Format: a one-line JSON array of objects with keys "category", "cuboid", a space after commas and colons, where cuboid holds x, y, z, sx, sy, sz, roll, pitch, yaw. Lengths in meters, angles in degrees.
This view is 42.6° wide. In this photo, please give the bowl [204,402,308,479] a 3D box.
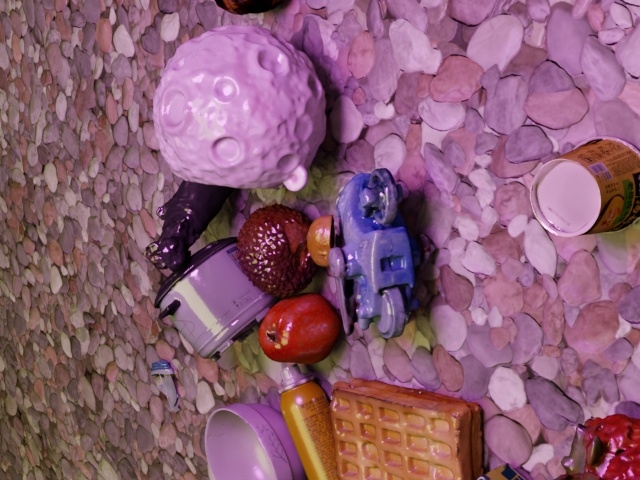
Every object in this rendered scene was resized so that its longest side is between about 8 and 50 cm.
[{"category": "bowl", "cuboid": [-0.126, 0.493, 1.856, 0.287, 0.144, 0.287, 22, 119, 47]}]

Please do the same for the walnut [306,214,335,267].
[{"category": "walnut", "cuboid": [0.000, 0.000, 1.598, 0.052, 0.091, 0.121, 5, 135, 6]}]

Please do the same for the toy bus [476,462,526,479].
[{"category": "toy bus", "cuboid": [0.342, 0.469, 1.399, 0.175, 0.101, 0.088, 39, 126, 27]}]

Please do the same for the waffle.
[{"category": "waffle", "cuboid": [0.164, 0.390, 1.574, 0.328, 0.098, 0.224, 1, 103, 44]}]

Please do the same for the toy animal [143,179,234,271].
[{"category": "toy animal", "cuboid": [-0.292, -0.051, 1.798, 0.106, 0.343, 0.168, 42, 137, -23]}]

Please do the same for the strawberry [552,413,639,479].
[{"category": "strawberry", "cuboid": [0.469, 0.431, 1.139, 0.351, 0.312, 0.267, 30, 144, 17]}]

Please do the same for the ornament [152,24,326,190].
[{"category": "ornament", "cuboid": [-0.150, -0.252, 1.566, 0.337, 0.337, 0.337, 14, 110, 44]}]

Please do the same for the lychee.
[{"category": "lychee", "cuboid": [-0.093, 0.015, 1.684, 0.188, 0.188, 0.188, 14, 110, 44]}]

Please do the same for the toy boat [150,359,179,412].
[{"category": "toy boat", "cuboid": [-0.416, 0.390, 2.225, 0.149, 0.034, 0.105, 59, 137, 18]}]

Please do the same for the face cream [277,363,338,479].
[{"category": "face cream", "cuboid": [-0.002, 0.431, 1.748, 0.105, 0.105, 0.348, -33, 76, 46]}]

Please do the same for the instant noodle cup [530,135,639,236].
[{"category": "instant noodle cup", "cuboid": [0.386, -0.074, 1.196, 0.151, 0.122, 0.151, 15, 110, 46]}]

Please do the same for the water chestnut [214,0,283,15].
[{"category": "water chestnut", "cuboid": [-0.168, -0.537, 1.591, 0.223, 0.238, 0.223, -17, -90, -90]}]

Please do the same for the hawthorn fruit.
[{"category": "hawthorn fruit", "cuboid": [-0.063, 0.189, 1.677, 0.163, 0.203, 0.162, 12, 106, 47]}]

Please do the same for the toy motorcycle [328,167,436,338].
[{"category": "toy motorcycle", "cuboid": [0.078, 0.019, 1.500, 0.241, 0.182, 0.319, 10, 109, 45]}]

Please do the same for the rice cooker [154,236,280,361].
[{"category": "rice cooker", "cuboid": [-0.229, 0.118, 1.794, 0.227, 0.280, 0.241, 50, 135, 4]}]
